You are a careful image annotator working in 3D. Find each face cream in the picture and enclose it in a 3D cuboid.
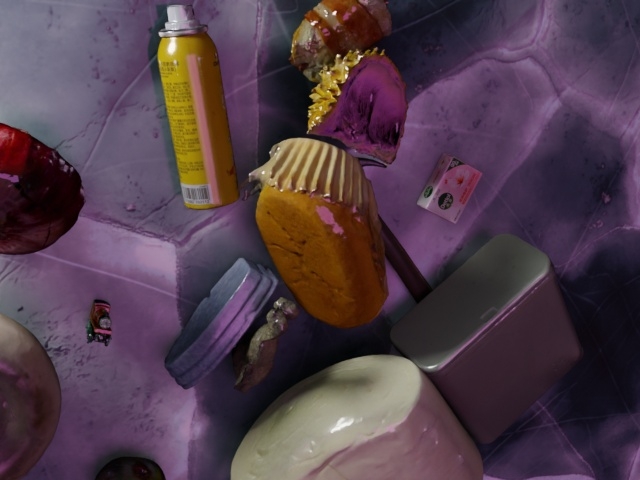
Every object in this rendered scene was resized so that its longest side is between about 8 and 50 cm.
[{"bbox_3d":[-0.217,-0.233,1.327,0.105,0.105,0.348,-14,111,-18],"label":"face cream"}]

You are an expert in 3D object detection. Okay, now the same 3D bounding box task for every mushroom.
[{"bbox_3d":[-0.609,0.285,1.230,0.363,0.294,0.362,-6,107,-20],"label":"mushroom"}]

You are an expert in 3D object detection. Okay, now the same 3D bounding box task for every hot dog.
[{"bbox_3d":[0.033,-0.386,1.387,0.213,0.103,0.146,-32,138,1],"label":"hot dog"}]

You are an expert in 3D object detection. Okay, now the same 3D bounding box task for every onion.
[{"bbox_3d":[-0.508,-0.097,1.206,0.252,0.219,0.252,1,148,1],"label":"onion"}]

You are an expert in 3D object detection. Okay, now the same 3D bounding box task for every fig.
[{"bbox_3d":[-0.402,0.540,1.519,0.149,0.149,0.245,15,120,-26],"label":"fig"}]

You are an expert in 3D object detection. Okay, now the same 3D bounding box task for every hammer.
[{"bbox_3d":[0.142,0.011,1.591,0.168,0.044,0.440,-38,118,-5],"label":"hammer"}]

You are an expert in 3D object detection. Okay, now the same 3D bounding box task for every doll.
[{"bbox_3d":[-0.112,0.201,1.429,0.091,0.286,0.202,24,83,-5],"label":"doll"}]

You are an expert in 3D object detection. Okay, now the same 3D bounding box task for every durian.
[{"bbox_3d":[0.071,-0.253,1.394,0.341,0.112,0.191,7,98,-59],"label":"durian"}]

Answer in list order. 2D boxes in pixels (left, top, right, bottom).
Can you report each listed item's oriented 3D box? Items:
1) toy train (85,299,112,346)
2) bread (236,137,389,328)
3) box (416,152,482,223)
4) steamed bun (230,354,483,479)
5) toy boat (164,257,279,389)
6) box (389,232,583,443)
[{"bbox_3d":[-0.401,0.151,1.380,0.044,0.103,0.064,15,96,-24],"label":"toy train"},{"bbox_3d":[0.011,-0.001,1.397,0.388,0.236,0.183,61,41,-37],"label":"bread"},{"bbox_3d":[0.274,-0.110,1.602,0.089,0.043,0.125,23,97,-27],"label":"box"},{"bbox_3d":[0.067,0.439,1.556,0.456,0.290,0.371,-31,116,11],"label":"steamed bun"},{"bbox_3d":[-0.194,0.162,1.453,0.078,0.127,0.283,39,90,-25],"label":"toy boat"},{"bbox_3d":[0.378,0.222,1.657,0.352,0.177,0.343,-41,130,-6],"label":"box"}]
